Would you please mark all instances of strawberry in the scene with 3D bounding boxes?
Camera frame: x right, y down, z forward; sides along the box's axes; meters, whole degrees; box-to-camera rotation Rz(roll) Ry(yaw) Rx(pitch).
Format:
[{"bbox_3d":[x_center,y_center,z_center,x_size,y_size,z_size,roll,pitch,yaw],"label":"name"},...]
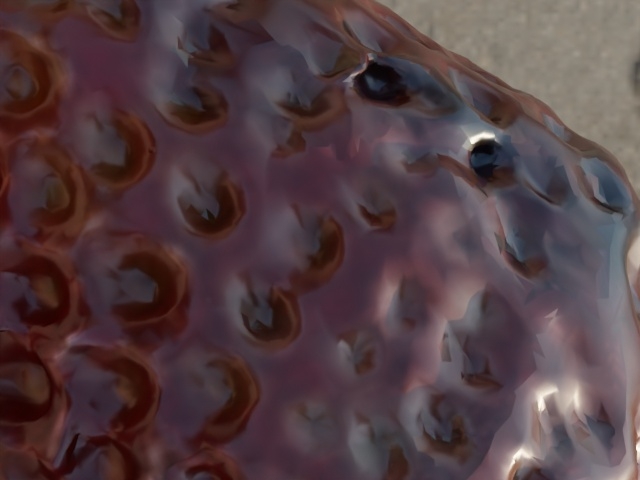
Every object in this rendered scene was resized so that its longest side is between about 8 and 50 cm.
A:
[{"bbox_3d":[0.012,0.003,0.537,0.253,0.150,0.280,-15,83,-55],"label":"strawberry"}]
